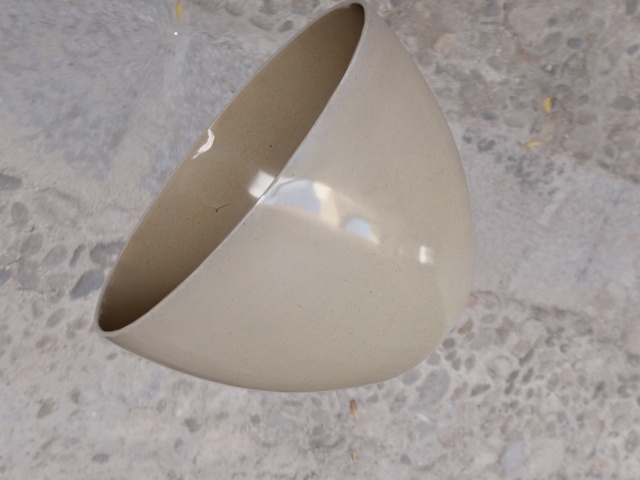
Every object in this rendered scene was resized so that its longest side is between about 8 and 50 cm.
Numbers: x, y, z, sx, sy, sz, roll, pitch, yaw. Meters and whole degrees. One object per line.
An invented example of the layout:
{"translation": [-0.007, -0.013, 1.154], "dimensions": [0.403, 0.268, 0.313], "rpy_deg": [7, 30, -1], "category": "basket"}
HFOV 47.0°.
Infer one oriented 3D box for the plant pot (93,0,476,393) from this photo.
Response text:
{"translation": [0.000, 0.000, 0.537], "dimensions": [0.191, 0.284, 0.284], "rpy_deg": [39, 95, -21], "category": "plant pot"}
